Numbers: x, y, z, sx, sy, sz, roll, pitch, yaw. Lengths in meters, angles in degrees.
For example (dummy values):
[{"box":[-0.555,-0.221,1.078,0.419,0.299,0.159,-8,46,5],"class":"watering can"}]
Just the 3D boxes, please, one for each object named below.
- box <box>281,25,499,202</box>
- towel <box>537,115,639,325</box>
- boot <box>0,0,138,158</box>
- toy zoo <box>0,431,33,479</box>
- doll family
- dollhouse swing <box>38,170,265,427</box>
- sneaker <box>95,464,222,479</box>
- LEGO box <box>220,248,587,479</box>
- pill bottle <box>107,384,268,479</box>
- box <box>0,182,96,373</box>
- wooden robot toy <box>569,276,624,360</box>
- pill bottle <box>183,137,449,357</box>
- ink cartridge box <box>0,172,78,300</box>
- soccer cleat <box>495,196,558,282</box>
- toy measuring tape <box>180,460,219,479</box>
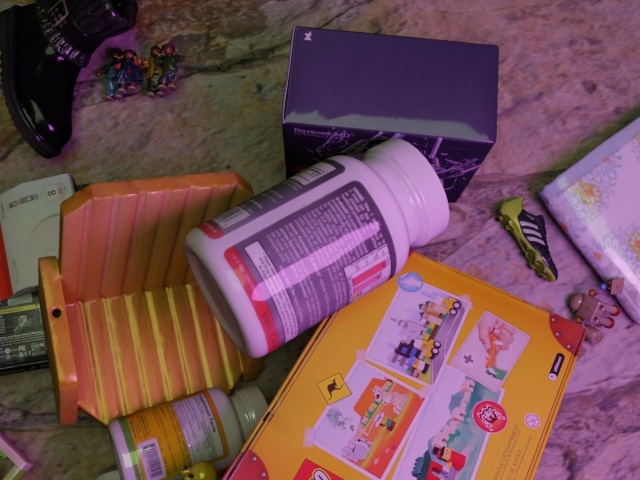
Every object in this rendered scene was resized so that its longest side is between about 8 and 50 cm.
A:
[{"box":[0.109,-0.209,1.286,0.343,0.312,0.179,5,74,1],"class":"box"},{"box":[0.652,-0.070,1.379,0.374,0.090,0.320,-34,78,-9],"class":"towel"},{"box":[-0.465,-0.350,1.369,0.260,0.131,0.348,-18,75,10],"class":"boot"},{"box":[-0.651,0.439,1.216,0.192,0.030,0.293,34,76,21],"class":"toy zoo"},{"box":[-0.359,-0.341,1.434,0.193,0.076,0.111,-3,80,1],"class":"doll family"},{"box":[-0.245,0.100,1.146,0.346,0.305,0.315,-7,74,-27],"class":"dollhouse swing"},{"box":[-0.275,0.420,1.235,0.212,0.080,0.094,-6,87,-4],"class":"sneaker"},{"box":[0.137,0.284,1.111,0.372,0.193,0.500,25,56,15],"class":"LEGO box"},{"box":[-0.207,0.320,1.171,0.245,0.136,0.136,-15,75,-22],"class":"pill bottle"},{"box":[-0.576,0.082,1.302,0.394,0.097,0.318,-10,77,-5],"class":"box"},{"box":[0.496,0.133,1.340,0.076,0.079,0.173,19,99,-30],"class":"wooden robot toy"},{"box":[0.000,0.000,1.078,0.363,0.210,0.210,-29,77,-18],"class":"pill bottle"},{"box":[-0.526,0.001,1.252,0.232,0.066,0.189,-14,75,-12],"class":"ink cartridge box"},{"box":[0.407,-0.005,1.371,0.072,0.060,0.179,-28,75,-10],"class":"soccer cleat"},{"box":[-0.238,0.473,1.064,0.121,0.121,0.330,23,96,5],"class":"toy measuring tape"}]
